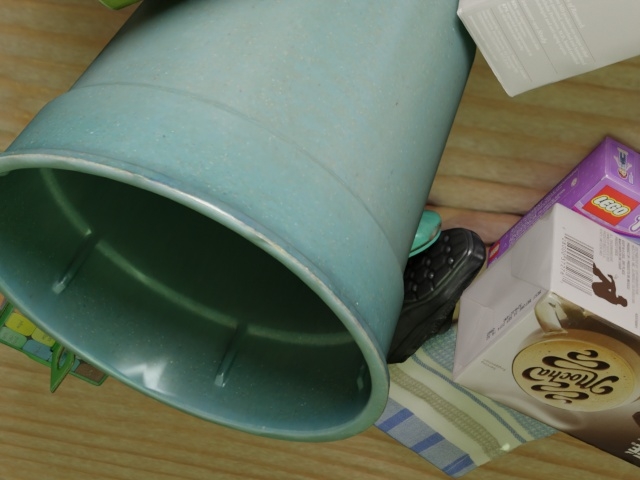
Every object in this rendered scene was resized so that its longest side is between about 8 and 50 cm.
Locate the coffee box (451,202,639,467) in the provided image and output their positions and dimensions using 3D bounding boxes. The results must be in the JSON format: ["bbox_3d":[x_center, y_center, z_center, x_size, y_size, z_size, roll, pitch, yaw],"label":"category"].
[{"bbox_3d":[0.298,0.110,1.221,0.297,0.119,0.168,26,136,-14],"label":"coffee box"}]

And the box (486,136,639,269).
[{"bbox_3d":[0.340,0.036,1.263,0.293,0.057,0.201,26,138,-15],"label":"box"}]

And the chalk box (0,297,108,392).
[{"bbox_3d":[-0.247,0.052,1.305,0.132,0.213,0.132,28,136,-16],"label":"chalk box"}]

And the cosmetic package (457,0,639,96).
[{"bbox_3d":[0.234,-0.213,0.971,0.238,0.127,0.107,-20,128,28],"label":"cosmetic package"}]

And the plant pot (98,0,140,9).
[{"bbox_3d":[-0.035,-0.322,0.843,0.293,0.275,0.275,-13,134,6],"label":"plant pot"}]

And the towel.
[{"bbox_3d":[0.183,0.180,1.476,0.209,0.034,0.285,37,133,-23],"label":"towel"}]

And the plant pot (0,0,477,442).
[{"bbox_3d":[-0.049,-0.074,0.997,0.341,0.334,0.341,19,149,12],"label":"plant pot"}]

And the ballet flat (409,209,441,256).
[{"bbox_3d":[0.000,0.000,1.295,0.247,0.083,0.087,-21,114,29],"label":"ballet flat"}]

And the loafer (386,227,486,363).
[{"bbox_3d":[0.110,0.062,1.342,0.078,0.076,0.223,16,138,-26],"label":"loafer"}]
